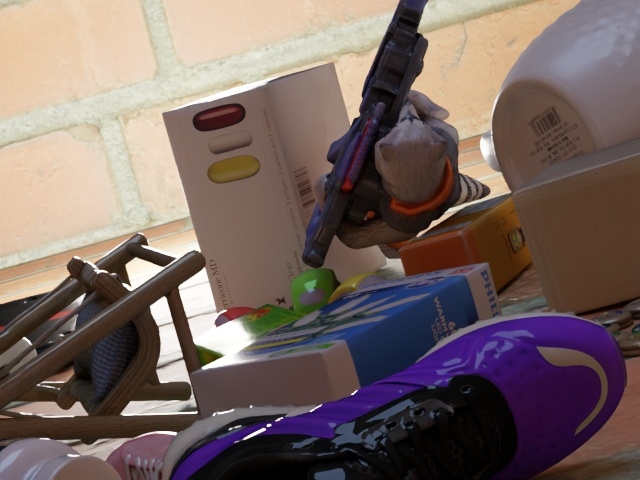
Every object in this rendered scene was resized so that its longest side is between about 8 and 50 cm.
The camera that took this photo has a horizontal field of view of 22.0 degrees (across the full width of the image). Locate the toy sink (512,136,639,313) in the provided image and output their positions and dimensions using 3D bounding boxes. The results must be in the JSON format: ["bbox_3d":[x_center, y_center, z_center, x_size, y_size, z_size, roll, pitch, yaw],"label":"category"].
[{"bbox_3d":[0.314,-0.027,1.469,0.234,0.131,0.153,-18,5,24],"label":"toy sink"}]

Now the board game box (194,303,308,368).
[{"bbox_3d":[-0.055,0.104,1.544,0.092,0.043,0.181,-26,10,-16],"label":"board game box"}]

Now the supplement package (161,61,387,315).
[{"bbox_3d":[-0.051,-0.059,1.968,0.145,0.262,0.204,-12,8,26],"label":"supplement package"}]

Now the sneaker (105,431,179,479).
[{"bbox_3d":[-0.112,0.167,1.173,0.134,0.051,0.070,-7,5,28],"label":"sneaker"}]

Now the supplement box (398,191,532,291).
[{"bbox_3d":[0.162,0.010,1.723,0.080,0.078,0.233,-16,5,27],"label":"supplement box"}]

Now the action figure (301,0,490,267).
[{"bbox_3d":[0.114,-0.111,1.817,0.178,0.341,0.330,22,5,5],"label":"action figure"}]

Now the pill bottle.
[{"bbox_3d":[-0.207,0.180,1.106,0.169,0.094,0.094,-8,10,45],"label":"pill bottle"}]

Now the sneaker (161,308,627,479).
[{"bbox_3d":[0.047,0.133,0.956,0.293,0.102,0.146,-20,11,2],"label":"sneaker"}]

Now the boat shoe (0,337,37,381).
[{"bbox_3d":[-0.394,0.157,1.812,0.070,0.078,0.219,-12,0,21],"label":"boat shoe"}]

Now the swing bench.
[{"bbox_3d":[-0.224,0.112,1.397,0.254,0.165,0.253,-18,8,-16],"label":"swing bench"}]

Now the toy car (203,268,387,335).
[{"bbox_3d":[-0.013,0.067,1.751,0.239,0.053,0.225,-14,7,8],"label":"toy car"}]

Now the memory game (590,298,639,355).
[{"bbox_3d":[0.295,0.058,1.314,0.186,0.012,0.186,-15,6,2],"label":"memory game"}]

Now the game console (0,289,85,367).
[{"bbox_3d":[-0.444,0.148,2.106,0.386,0.060,0.342,-15,12,11],"label":"game console"}]

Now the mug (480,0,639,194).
[{"bbox_3d":[0.327,-0.137,1.749,0.328,0.276,0.374,-24,7,-30],"label":"mug"}]

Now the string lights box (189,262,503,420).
[{"bbox_3d":[0.031,0.095,1.330,0.133,0.077,0.259,-12,7,36],"label":"string lights box"}]
